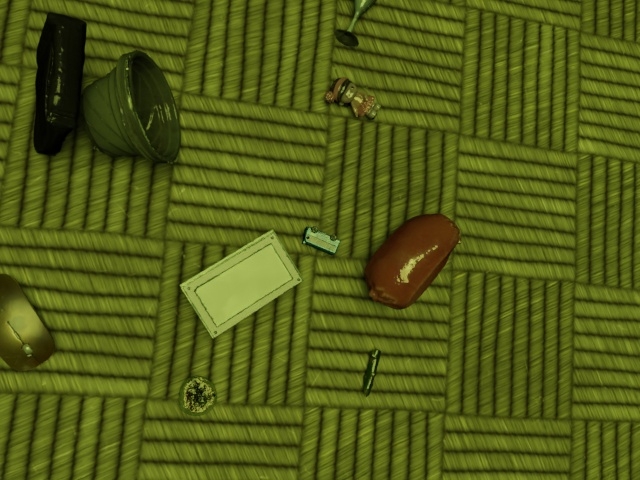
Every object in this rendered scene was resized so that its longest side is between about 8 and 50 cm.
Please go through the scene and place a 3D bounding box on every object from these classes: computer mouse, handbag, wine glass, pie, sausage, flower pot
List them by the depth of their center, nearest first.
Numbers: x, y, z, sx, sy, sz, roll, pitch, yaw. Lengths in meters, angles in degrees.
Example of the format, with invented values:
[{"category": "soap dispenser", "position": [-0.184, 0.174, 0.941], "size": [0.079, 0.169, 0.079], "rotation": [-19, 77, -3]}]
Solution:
[{"category": "handbag", "position": [-0.502, -0.291, 1.136], "size": [0.080, 0.247, 0.223], "rotation": [2, 83, -30]}, {"category": "computer mouse", "position": [-0.608, 0.161, 1.157], "size": [0.102, 0.045, 0.199], "rotation": [-32, 91, -12]}, {"category": "flower pot", "position": [-0.388, -0.253, 1.185], "size": [0.140, 0.235, 0.236], "rotation": [-14, 87, 8]}, {"category": "pie", "position": [-0.257, 0.325, 1.230], "size": [0.084, 0.021, 0.084], "rotation": [1, 84, -13]}, {"category": "sausage", "position": [0.199, 0.045, 1.307], "size": [0.148, 0.148, 0.254], "rotation": [44, 71, -5]}, {"category": "wine glass", "position": [0.101, -0.558, 1.392], "size": [0.066, 0.066, 0.198], "rotation": [27, 78, -9]}]

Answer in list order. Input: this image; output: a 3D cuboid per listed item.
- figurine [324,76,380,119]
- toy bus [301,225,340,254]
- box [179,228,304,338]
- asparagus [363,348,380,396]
[{"category": "figurine", "position": [0.075, -0.325, 1.368], "size": [0.129, 0.054, 0.072], "rotation": [31, 93, -15]}, {"category": "toy bus", "position": [0.000, 0.000, 1.317], "size": [0.083, 0.038, 0.046], "rotation": [23, 82, -9]}, {"category": "box", "position": [-0.167, 0.091, 1.245], "size": [0.225, 0.086, 0.129], "rotation": [-32, 91, -14]}, {"category": "asparagus", "position": [0.113, 0.297, 1.318], "size": [0.025, 0.021, 0.108], "rotation": [16, 81, -6]}]
